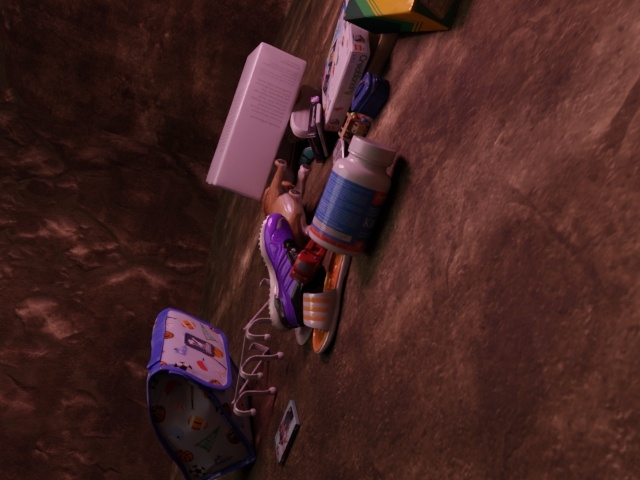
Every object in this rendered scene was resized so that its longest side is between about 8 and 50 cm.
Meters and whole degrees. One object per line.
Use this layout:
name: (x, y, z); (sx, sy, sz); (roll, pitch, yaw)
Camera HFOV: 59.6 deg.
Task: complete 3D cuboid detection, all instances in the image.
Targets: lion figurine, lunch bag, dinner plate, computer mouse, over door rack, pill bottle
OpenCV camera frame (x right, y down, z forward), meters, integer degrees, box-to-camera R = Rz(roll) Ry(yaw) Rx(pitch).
lion figurine: (-0.075, -0.061, 1.523); (0.392, 0.142, 0.240); (-108, 30, -54)
lunch bag: (-0.342, 0.405, 1.540); (0.385, 0.239, 0.328); (64, 179, -23)
dinner plate: (-0.040, 0.189, 1.393); (0.141, 0.017, 0.141); (-164, 90, -71)
lunch bag: (0.113, -0.340, 1.299); (0.098, 0.065, 0.067); (126, 153, -50)
computer mouse: (0.065, -0.167, 1.343); (0.106, 0.042, 0.193); (120, 152, -51)
over door rack: (-0.143, 0.272, 1.470); (0.324, 0.108, 0.239); (-82, 4, -71)
pill bottle: (-0.136, -0.306, 1.948); (0.121, 0.121, 0.221); (133, 148, -56)
pill bottle: (0.068, -0.090, 1.119); (0.124, 0.124, 0.221); (-117, 45, -65)

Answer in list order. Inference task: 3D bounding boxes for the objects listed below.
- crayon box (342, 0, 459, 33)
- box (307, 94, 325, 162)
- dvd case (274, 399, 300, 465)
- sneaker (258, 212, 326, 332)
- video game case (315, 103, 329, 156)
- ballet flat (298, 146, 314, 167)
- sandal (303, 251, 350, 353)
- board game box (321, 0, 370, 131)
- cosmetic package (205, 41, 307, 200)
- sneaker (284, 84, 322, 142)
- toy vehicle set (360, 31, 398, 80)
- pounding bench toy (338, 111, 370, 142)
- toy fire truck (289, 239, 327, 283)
crayon box: (0.203, -0.618, 1.133); (0.313, 0.106, 0.362); (40, 113, 63)
box: (-0.007, -0.323, 1.621); (0.116, 0.029, 0.162); (65, -153, -56)
dvd case: (-0.079, 0.444, 1.291); (0.087, 0.013, 0.119); (-117, 44, -65)
sneaker: (-0.054, 0.064, 1.343); (0.146, 0.102, 0.293); (-19, 73, 33)
video game case: (0.007, -0.310, 1.574); (0.122, 0.011, 0.087); (71, -163, -46)
ballet flat: (-0.038, -0.270, 1.760); (0.114, 0.041, 0.041); (137, 145, -57)
sandal: (0.000, 0.112, 1.231); (0.102, 0.076, 0.265); (161, 123, -70)
board game box: (0.060, -0.453, 1.460); (0.305, 0.053, 0.193); (115, 156, -62)
cosmetic package: (-0.211, -0.368, 1.787); (0.453, 0.162, 0.230); (-70, 19, 2)
sneaker: (-0.060, -0.370, 1.822); (0.292, 0.108, 0.169); (-82, 14, -51)
toy vehicle set: (0.132, -0.516, 1.443); (0.267, 0.035, 0.166); (-102, 32, -57)
pounding bench toy: (0.080, -0.281, 1.369); (0.083, 0.052, 0.065); (-108, 38, -61)
toy fire truck: (0.000, 0.000, 1.245); (0.135, 0.047, 0.192); (-66, -7, 30)
